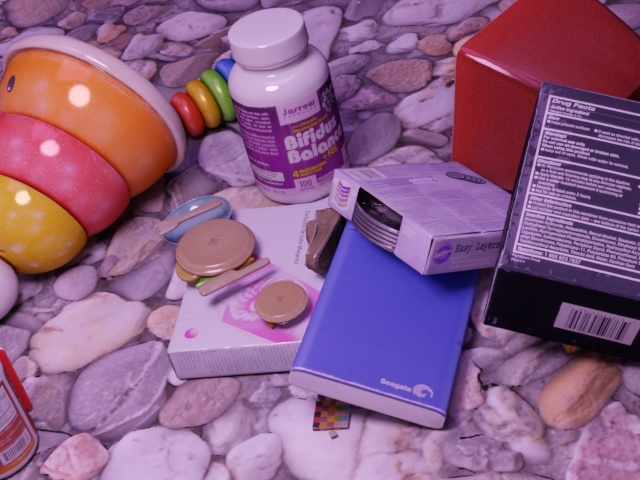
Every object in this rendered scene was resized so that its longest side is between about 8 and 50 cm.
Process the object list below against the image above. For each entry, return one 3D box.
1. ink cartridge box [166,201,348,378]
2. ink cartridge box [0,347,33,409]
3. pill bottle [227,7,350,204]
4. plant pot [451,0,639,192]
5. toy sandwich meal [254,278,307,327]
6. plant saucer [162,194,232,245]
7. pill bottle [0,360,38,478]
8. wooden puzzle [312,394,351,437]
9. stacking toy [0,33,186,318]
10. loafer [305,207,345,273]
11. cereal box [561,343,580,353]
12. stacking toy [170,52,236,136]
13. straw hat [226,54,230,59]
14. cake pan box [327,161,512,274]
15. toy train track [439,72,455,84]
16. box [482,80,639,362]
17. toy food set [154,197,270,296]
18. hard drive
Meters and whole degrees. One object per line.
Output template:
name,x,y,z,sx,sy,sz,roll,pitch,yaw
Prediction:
ink cartridge box,-0.040,0.063,1.770,0.330,0.071,0.324,-6,39,13
ink cartridge box,-0.548,0.206,1.705,0.231,0.134,0.078,-14,38,0
pill bottle,-0.057,-0.223,1.934,0.169,0.301,0.169,-9,39,7
plant pot,0.382,-0.215,1.840,0.236,0.267,0.267,31,56,28
toy sandwich meal,-0.056,0.091,1.667,0.086,0.029,0.085,-7,45,7
plant saucer,-0.194,-0.026,1.865,0.119,0.021,0.119,-14,38,11
pill bottle,-0.478,0.219,1.599,0.121,0.216,0.121,-9,38,7
wooden puzzle,0.016,0.236,1.586,0.049,0.006,0.083,-5,39,12
stacking toy,-0.468,-0.068,1.934,0.351,0.350,0.479,11,61,29
loafer,0.000,0.000,1.743,0.050,0.056,0.148,3,31,17
cereal box,0.405,0.034,1.630,0.240,0.047,0.173,-22,61,-11
stacking toy,-0.196,-0.266,2.192,0.330,0.141,0.141,-32,41,-11
straw hat,-0.156,-0.339,2.305,0.145,0.061,0.144,-10,38,8
cake pan box,0.177,-0.039,1.737,0.267,0.070,0.246,-6,28,-37
toy train track,0.253,-0.304,2.167,0.048,0.014,0.083,15,41,42
box,0.392,-0.015,1.524,0.296,0.182,0.294,14,63,8
toy food set,-0.162,0.017,1.775,0.132,0.038,0.192,-25,44,-15
hard drive,0.100,0.104,1.639,0.210,0.040,0.318,16,43,5
